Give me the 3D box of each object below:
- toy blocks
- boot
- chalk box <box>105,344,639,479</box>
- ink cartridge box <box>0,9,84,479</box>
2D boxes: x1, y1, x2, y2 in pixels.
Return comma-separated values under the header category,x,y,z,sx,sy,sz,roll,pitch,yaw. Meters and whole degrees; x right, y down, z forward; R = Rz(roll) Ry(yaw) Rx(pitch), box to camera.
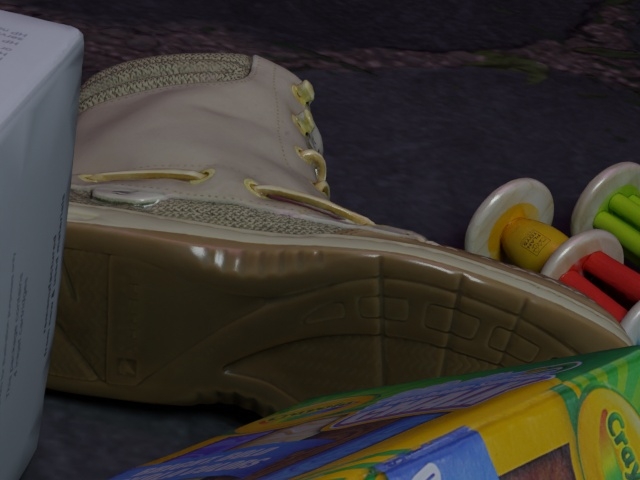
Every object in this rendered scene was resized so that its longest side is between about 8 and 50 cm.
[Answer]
category,x,y,z,sx,sy,sz,roll,pitch,yaw
toy blocks,0.156,0.023,0.739,0.123,0.054,0.148,-10,35,-35
boot,0.000,0.000,0.682,0.262,0.095,0.203,9,26,2
chalk box,0.016,0.107,0.392,0.213,0.132,0.132,-18,1,-42
ink cartridge box,-0.187,0.036,0.451,0.171,0.168,0.233,14,28,5
